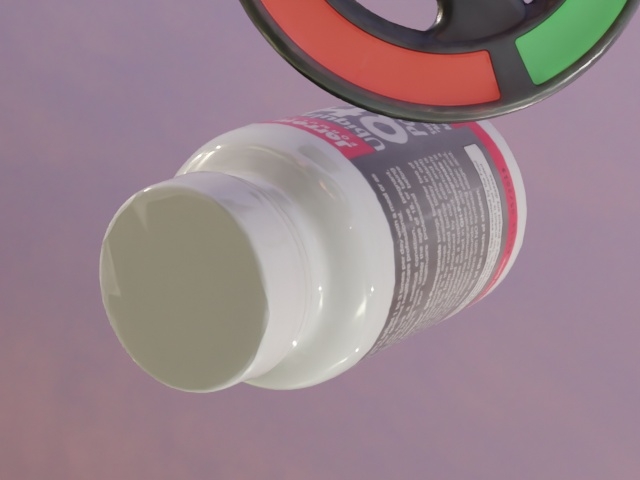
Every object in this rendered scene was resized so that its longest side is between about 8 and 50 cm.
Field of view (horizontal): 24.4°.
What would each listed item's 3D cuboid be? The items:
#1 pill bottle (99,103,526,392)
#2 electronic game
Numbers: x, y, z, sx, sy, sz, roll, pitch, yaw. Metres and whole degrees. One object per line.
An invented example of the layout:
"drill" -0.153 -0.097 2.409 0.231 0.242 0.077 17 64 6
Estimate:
"pill bottle" 0.000 0.000 1.009 0.176 0.318 0.176 8 -75 31
"electronic game" 0.060 -0.172 0.737 0.229 0.229 0.048 47 -8 -2
